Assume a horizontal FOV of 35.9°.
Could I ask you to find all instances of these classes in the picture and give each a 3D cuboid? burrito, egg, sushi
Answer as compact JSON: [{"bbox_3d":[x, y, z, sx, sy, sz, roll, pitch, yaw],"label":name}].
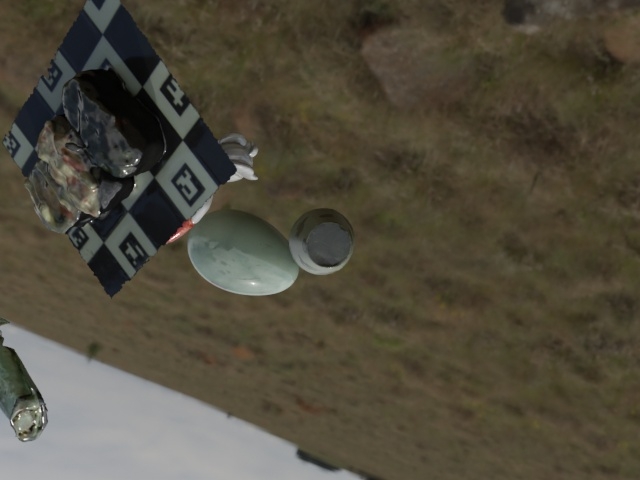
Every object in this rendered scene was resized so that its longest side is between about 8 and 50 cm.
[{"bbox_3d":[-0.592,0.258,1.867,0.229,0.089,0.144,48,144,34],"label":"burrito"},{"bbox_3d":[-0.173,0.031,2.229,0.264,0.183,0.183,22,170,-12],"label":"egg"},{"bbox_3d":[-0.315,-0.101,1.286,0.296,0.100,0.373,54,133,4],"label":"sushi"}]

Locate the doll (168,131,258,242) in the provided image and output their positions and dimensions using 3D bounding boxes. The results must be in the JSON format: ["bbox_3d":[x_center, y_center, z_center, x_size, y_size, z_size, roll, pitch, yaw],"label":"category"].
[{"bbox_3d":[-0.276,-0.092,1.869,0.384,0.188,0.099,-26,156,19],"label":"doll"}]

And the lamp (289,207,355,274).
[{"bbox_3d":[0.000,0.000,1.788,0.121,0.121,0.215,23,-179,-11],"label":"lamp"}]
